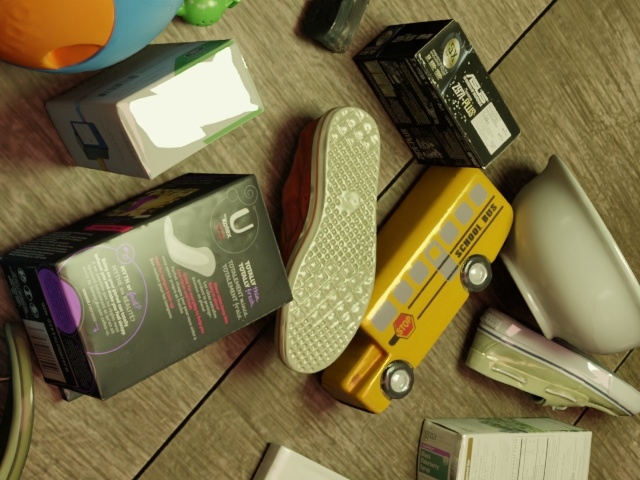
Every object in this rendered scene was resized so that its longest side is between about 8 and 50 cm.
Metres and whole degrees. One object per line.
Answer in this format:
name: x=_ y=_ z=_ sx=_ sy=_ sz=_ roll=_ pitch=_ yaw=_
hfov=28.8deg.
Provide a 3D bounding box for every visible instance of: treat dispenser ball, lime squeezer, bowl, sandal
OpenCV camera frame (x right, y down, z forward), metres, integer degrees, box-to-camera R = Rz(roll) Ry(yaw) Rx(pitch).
treat dispenser ball: x=-0.265 y=-0.313 z=1.252 sx=0.288 sy=0.288 sz=0.288 roll=-3 pitch=97 yaw=-31
lime squeezer: x=-0.131 y=-0.321 z=1.479 sx=0.310 sy=0.059 sz=0.110 roll=-40 pitch=83 yaw=-20
bowl: x=0.331 y=0.043 z=1.683 sx=0.134 sy=0.298 sz=0.298 roll=-30 pitch=112 yaw=6
sandal: x=-0.369 y=0.236 z=1.351 sx=0.086 sy=0.120 sz=0.302 roll=15 pitch=88 yaw=-17

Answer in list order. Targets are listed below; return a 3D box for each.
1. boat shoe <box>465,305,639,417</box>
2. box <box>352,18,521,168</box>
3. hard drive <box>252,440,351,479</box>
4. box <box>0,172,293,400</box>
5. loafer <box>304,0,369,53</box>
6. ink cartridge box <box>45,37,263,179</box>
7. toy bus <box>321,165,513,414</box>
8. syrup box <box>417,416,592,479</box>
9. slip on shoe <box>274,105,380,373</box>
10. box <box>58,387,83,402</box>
boat shoe: x=0.333 y=0.192 z=1.784 sx=0.302 sy=0.109 sz=0.094 roll=28 pitch=97 yaw=-22
box: x=0.149 y=-0.186 z=1.595 sx=0.077 sy=0.147 sz=0.180 roll=-43 pitch=114 yaw=-20
hard drive: x=-0.048 y=0.439 z=1.603 sx=0.203 sy=0.040 sz=0.307 roll=32 pitch=79 yaw=-29
box: x=-0.191 y=0.043 z=1.402 sx=0.270 sy=0.143 sz=0.165 roll=-26 pitch=108 yaw=-34
loafer: x=0.038 y=-0.317 z=1.574 sx=0.061 sy=0.062 sz=0.170 roll=36 pitch=79 yaw=-51
ink cartridge box: x=-0.185 y=-0.147 z=1.362 sx=0.154 sy=0.212 sz=0.093 roll=-34 pitch=115 yaw=-25
toy bus: x=0.114 y=0.060 z=1.622 sx=0.130 sy=0.108 sz=0.332 roll=46 pitch=72 yaw=-26
syrup box: x=0.258 y=0.303 z=1.742 sx=0.237 sy=0.093 sz=0.096 roll=3 pitch=94 yaw=-31
slip on shoe: x=0.000 y=0.000 z=1.534 sx=0.123 sy=0.101 sz=0.331 roll=13 pitch=79 yaw=-31
box: x=-0.281 y=0.136 z=1.445 sx=0.067 sy=0.018 sz=0.083 roll=-26 pitch=107 yaw=-27
